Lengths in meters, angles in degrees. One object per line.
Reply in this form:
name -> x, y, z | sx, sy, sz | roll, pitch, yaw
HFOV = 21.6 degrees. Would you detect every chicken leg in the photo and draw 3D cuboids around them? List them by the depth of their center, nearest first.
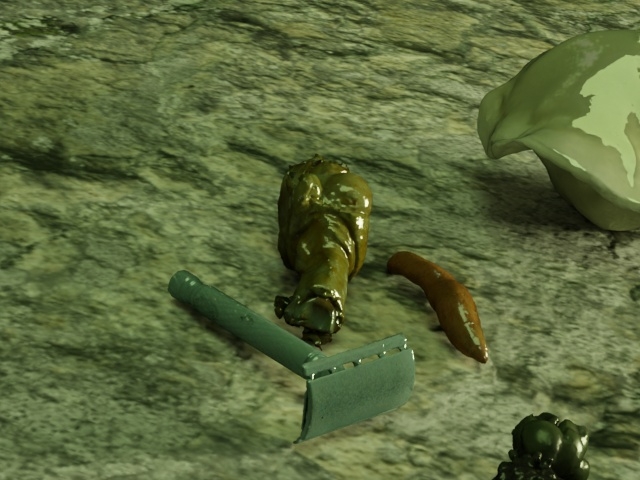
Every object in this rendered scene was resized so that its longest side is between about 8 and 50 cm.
chicken leg -> 0.000, 0.000, 1.427 | 0.088, 0.103, 0.228 | 23, 29, -10

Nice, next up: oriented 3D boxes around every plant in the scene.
plant -> 0.148, 0.176, 1.164 | 0.085, 0.087, 0.174 | 41, 33, -5

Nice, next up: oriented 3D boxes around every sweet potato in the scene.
sweet potato -> 0.106, 0.050, 1.438 | 0.044, 0.044, 0.179 | -2, 30, -23

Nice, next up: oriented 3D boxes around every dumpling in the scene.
dumpling -> 0.317, -0.099, 1.638 | 0.318, 0.187, 0.243 | 13, 23, -1

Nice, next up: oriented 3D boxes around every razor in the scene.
razor -> -0.043, 0.075, 1.316 | 0.106, 0.068, 0.232 | -14, 30, -41
